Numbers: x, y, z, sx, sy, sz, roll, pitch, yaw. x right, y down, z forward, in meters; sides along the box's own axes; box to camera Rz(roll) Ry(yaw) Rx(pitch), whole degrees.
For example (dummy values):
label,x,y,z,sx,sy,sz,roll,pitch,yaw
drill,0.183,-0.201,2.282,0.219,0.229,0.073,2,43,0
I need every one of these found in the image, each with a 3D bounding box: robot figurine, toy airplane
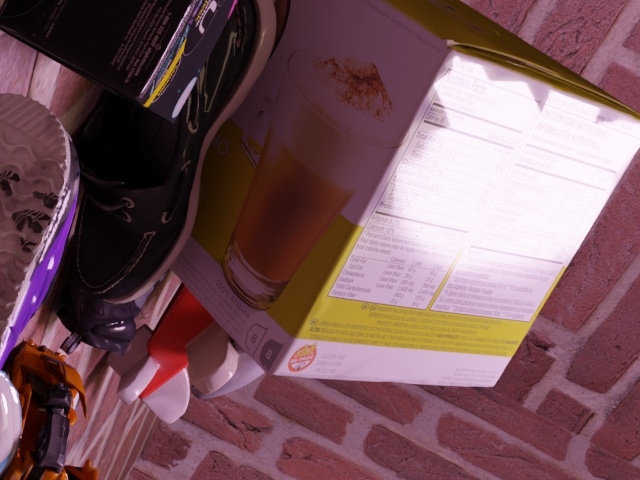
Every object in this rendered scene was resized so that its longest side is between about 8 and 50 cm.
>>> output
label,x,y,z,sx,sy,sz,roll,pitch,yaw
robot figurine,-0.276,0.213,1.167,0.211,0.085,0.291,-63,-157,9
toy airplane,-0.142,0.123,1.873,0.384,0.272,0.386,-47,-161,54

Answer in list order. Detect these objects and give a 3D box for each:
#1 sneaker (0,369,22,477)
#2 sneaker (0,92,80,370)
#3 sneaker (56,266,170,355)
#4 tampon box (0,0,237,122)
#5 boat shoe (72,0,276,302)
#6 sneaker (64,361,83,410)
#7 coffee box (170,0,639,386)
label,x,y,z,sx,sy,sz,roll,pitch,yaw
sneaker,-0.320,0.202,1.018,0.229,0.087,0.092,-64,176,13
sneaker,-0.237,0.052,0.822,0.293,0.102,0.146,-62,179,-5
sneaker,-0.214,0.033,1.381,0.153,0.101,0.268,-62,173,25
tampon box,-0.125,-0.159,0.826,0.120,0.101,0.161,-61,179,2
boat shoe,-0.159,-0.080,1.066,0.113,0.127,0.340,-8,141,-51
sneaker,-0.335,0.232,1.405,0.081,0.080,0.211,-47,157,-59
coffee box,0.050,-0.085,1.239,0.338,0.337,0.334,10,115,-46
